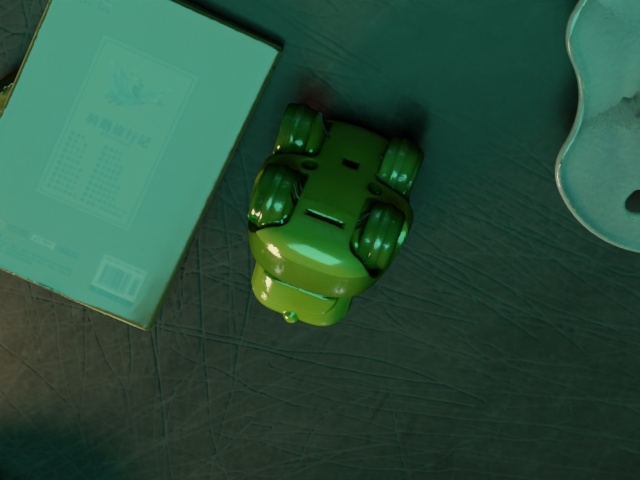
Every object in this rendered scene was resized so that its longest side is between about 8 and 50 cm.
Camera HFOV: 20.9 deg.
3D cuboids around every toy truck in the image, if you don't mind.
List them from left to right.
[{"bbox_3d":[0.001,-0.003,1.600,0.148,0.187,0.210,20,117,1],"label":"toy truck"}]

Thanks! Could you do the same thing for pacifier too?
[{"bbox_3d":[0.330,-0.101,1.486,0.244,0.233,0.299,1,117,3],"label":"pacifier"}]

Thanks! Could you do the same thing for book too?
[{"bbox_3d":[-0.196,-0.089,1.634,0.217,0.021,0.310,24,105,-9],"label":"book"}]

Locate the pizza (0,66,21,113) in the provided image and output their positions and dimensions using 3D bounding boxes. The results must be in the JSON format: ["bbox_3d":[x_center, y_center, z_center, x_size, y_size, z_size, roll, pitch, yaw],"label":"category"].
[{"bbox_3d":[-0.248,-0.077,1.672,0.185,0.052,0.195,-38,105,12],"label":"pizza"}]
